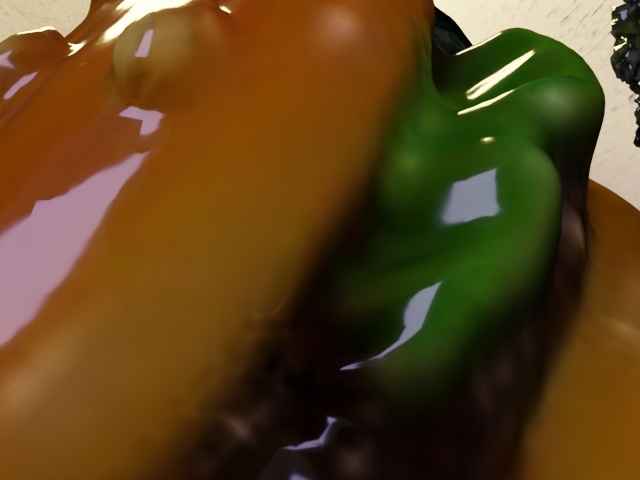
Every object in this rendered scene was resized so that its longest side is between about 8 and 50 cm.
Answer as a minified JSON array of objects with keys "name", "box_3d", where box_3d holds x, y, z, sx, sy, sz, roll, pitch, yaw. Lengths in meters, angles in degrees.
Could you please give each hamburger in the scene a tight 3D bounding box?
[{"name":"hamburger","box_3d":[-0.070,0.076,0.544,0.395,0.277,0.396,-42,14,13]}]

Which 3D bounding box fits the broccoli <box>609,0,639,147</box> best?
[{"name":"broccoli","box_3d":[0.186,-0.059,0.507,0.160,0.155,0.167,-3,-2,-32]}]

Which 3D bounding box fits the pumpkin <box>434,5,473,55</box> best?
[{"name":"pumpkin","box_3d":[-0.033,-0.066,0.886,0.248,0.248,0.248,-43,15,14]}]
